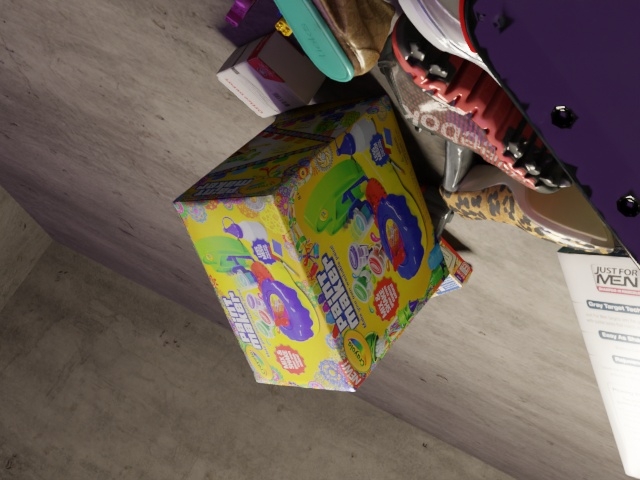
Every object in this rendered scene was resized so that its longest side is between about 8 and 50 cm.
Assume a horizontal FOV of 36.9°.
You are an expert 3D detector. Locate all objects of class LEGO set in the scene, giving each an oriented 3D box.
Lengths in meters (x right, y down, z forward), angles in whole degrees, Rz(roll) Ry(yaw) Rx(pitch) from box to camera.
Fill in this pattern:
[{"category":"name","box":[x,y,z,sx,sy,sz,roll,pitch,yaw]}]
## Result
[{"category":"LEGO set","box":[-0.045,-0.282,1.106,0.087,0.093,0.227,35,162,-9]}]

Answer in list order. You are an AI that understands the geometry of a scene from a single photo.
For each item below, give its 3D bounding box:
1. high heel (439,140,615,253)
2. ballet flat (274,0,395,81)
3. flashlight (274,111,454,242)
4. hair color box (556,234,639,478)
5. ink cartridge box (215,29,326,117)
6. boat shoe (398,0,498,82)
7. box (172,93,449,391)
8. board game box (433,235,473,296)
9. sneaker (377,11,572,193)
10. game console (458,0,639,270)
[{"category":"high heel","box":[0.263,-0.035,1.238,0.261,0.093,0.186,40,162,24]},{"category":"ballet flat","box":[-0.029,-0.312,0.948,0.342,0.124,0.116,47,163,-33]},{"category":"flashlight","box":[0.052,-0.084,1.457,0.304,0.103,0.103,26,156,14]},{"category":"hair color box","box":[0.438,0.148,1.205,0.174,0.105,0.347,5,122,54]},{"category":"ink cartridge box","box":[-0.071,-0.231,1.344,0.099,0.056,0.135,41,160,-24]},{"category":"boat shoe","box":[0.180,-0.216,0.964,0.226,0.083,0.076,28,154,-27]},{"category":"box","box":[0.000,0.000,1.289,0.177,0.279,0.290,-1,121,40]},{"category":"board game box","box":[0.135,0.014,1.582,0.193,0.045,0.147,45,147,-13]},{"category":"sneaker","box":[0.173,-0.152,1.088,0.276,0.098,0.135,39,161,-15]},{"category":"game console","box":[0.317,-0.125,0.711,0.386,0.060,0.342,51,135,-8]}]
